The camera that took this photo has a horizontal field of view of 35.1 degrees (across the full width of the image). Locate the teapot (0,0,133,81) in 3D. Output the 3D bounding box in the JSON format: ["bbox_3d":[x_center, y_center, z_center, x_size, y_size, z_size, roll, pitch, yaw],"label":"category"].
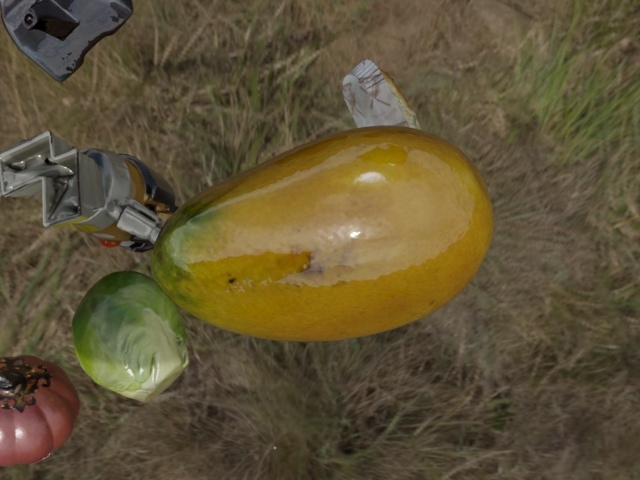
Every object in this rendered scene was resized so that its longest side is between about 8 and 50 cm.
[{"bbox_3d":[-0.214,-0.204,0.771,0.087,0.096,0.177,-38,45,19],"label":"teapot"}]

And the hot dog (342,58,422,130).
[{"bbox_3d":[0.090,-0.137,1.281,0.053,0.099,0.192,-33,96,-20],"label":"hot dog"}]

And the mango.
[{"bbox_3d":[0.004,0.002,0.664,0.221,0.151,0.120,-18,54,14],"label":"mango"}]

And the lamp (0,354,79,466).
[{"bbox_3d":[-0.445,0.240,1.478,0.182,0.140,0.182,6,34,-4],"label":"lamp"}]

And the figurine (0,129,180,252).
[{"bbox_3d":[-0.320,-0.064,1.510,0.308,0.308,0.143,45,105,6],"label":"figurine"}]

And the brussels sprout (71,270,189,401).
[{"bbox_3d":[-0.266,0.130,1.416,0.181,0.144,0.161,34,79,15],"label":"brussels sprout"}]
